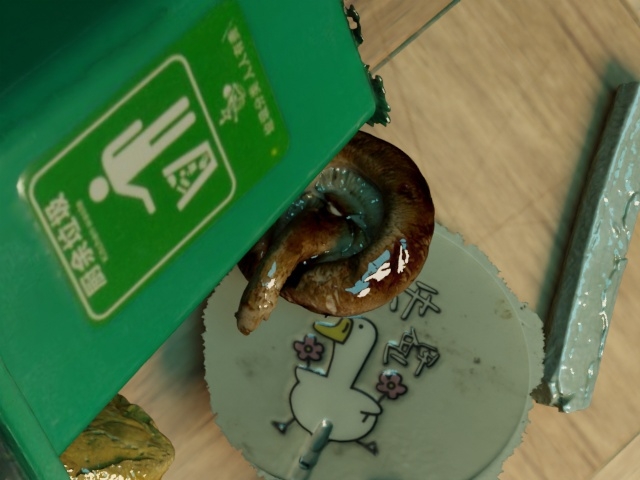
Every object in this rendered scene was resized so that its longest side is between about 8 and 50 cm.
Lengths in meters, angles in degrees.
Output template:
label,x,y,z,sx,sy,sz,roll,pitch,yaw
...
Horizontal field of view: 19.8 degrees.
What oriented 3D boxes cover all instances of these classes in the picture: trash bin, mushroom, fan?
label,x,y,z,sx,sy,sz,roll,pitch,yaw
trash bin,-0.177,-0.056,1.085,0.381,0.295,0.259,-41,133,-24
mushroom,0.000,0.001,1.224,0.170,0.135,0.080,-44,147,-30
fan,-0.007,0.140,1.189,0.233,0.012,0.415,27,58,10

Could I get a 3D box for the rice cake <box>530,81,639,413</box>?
label,x,y,z,sx,sy,sz,roll,pitch,yaw
rice cake,0.201,0.005,1.322,0.042,0.045,0.245,17,84,-19

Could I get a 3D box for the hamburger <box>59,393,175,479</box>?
label,x,y,z,sx,sy,sz,roll,pitch,yaw
hamburger,-0.167,0.141,1.160,0.147,0.138,0.083,5,111,-33
